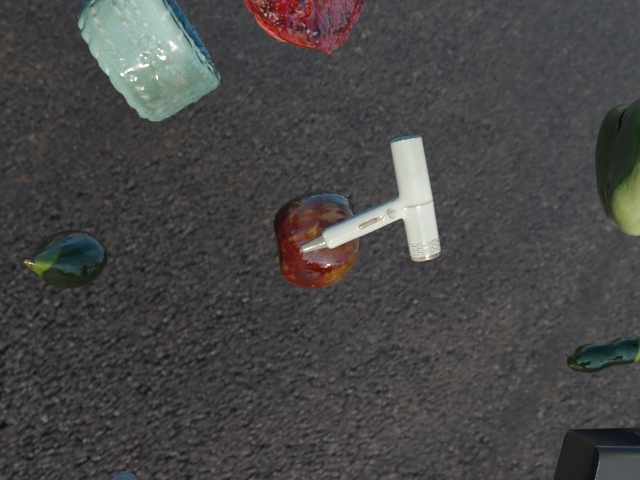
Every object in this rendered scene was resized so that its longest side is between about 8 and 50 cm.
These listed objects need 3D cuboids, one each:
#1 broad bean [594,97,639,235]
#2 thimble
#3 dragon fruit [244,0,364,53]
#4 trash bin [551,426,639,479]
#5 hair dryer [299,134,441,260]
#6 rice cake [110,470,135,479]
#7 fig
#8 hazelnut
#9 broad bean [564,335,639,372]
[{"bbox_3d":[0.386,-0.092,1.157,0.100,0.169,0.228,11,6,10],"label":"broad bean"},{"bbox_3d":[-0.272,-0.310,1.506,0.235,0.143,0.198,58,5,-24],"label":"thimble"},{"bbox_3d":[-0.036,-0.423,1.423,0.205,0.152,0.317,-11,97,-62],"label":"dragon fruit"},{"bbox_3d":[0.484,0.382,1.508,0.225,0.115,0.165,7,100,-24],"label":"trash bin"},{"bbox_3d":[0.051,-0.039,1.183,0.183,0.044,0.155,-12,100,-7],"label":"hair dryer"},{"bbox_3d":[-0.325,0.393,1.242,0.198,0.189,0.037,-42,96,-5],"label":"rice cake"},{"bbox_3d":[-0.473,0.040,1.724,0.117,0.117,0.177,54,31,8],"label":"fig"},{"bbox_3d":[0.000,0.000,2.205,0.218,0.218,0.234,7,59,-32],"label":"hazelnut"},{"bbox_3d":[0.570,0.196,1.736,0.256,0.053,0.052,-11,68,-7],"label":"broad bean"}]
